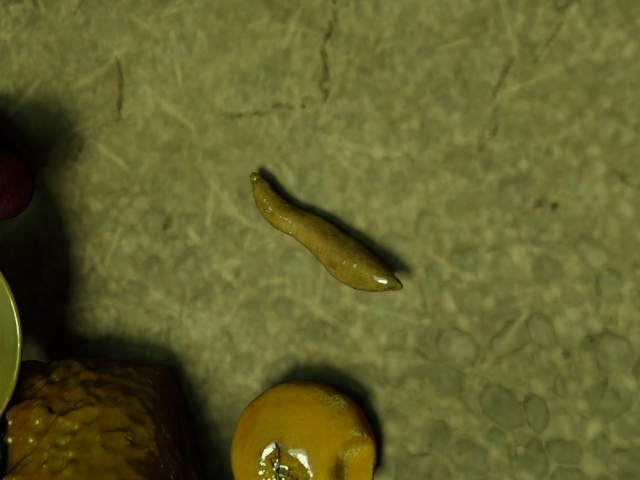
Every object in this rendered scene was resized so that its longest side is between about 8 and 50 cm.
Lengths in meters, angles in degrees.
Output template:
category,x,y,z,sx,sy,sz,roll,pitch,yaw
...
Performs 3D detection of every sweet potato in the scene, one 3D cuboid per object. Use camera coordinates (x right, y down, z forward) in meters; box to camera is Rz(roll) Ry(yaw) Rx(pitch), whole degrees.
category,x,y,z,sx,sy,sz,roll,pitch,yaw
sweet potato,0.000,0.000,0.734,0.115,0.026,0.026,35,108,25

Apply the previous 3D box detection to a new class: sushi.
category,x,y,z,sx,sy,sz,roll,pitch,yaw
sushi,-0.132,0.182,0.740,0.140,0.149,0.287,-15,48,4

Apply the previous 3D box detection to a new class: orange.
category,x,y,z,sx,sy,sz,roll,pitch,yaw
orange,-0.014,0.118,0.729,0.086,0.062,0.086,1,91,27

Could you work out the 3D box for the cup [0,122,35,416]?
category,x,y,z,sx,sy,sz,roll,pitch,yaw
cup,-0.269,0.019,0.764,0.177,0.166,0.239,3,83,53
